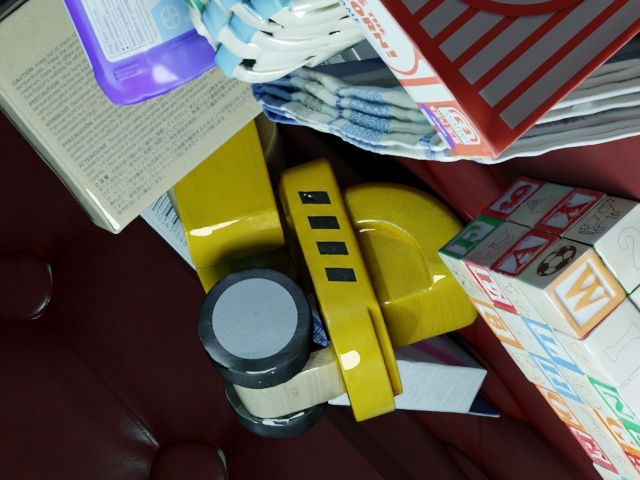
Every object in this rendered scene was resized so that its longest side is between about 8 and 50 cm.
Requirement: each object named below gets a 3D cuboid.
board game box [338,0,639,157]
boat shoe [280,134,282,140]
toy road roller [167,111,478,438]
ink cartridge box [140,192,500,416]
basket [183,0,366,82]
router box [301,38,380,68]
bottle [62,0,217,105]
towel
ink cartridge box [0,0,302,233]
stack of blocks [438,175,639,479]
[{"bbox_3d":[0.082,-0.146,0.641,0.147,0.193,0.045,50,170,-13],"label":"board game box"},{"bbox_3d":[-0.119,-0.136,1.739,0.091,0.114,0.302,39,166,20],"label":"boat shoe"},{"bbox_3d":[0.000,0.000,1.564,0.202,0.240,0.329,77,175,-66],"label":"toy road roller"},{"bbox_3d":[0.016,0.056,1.858,0.324,0.071,0.330,42,-162,31],"label":"ink cartridge box"},{"bbox_3d":[-0.023,-0.230,0.789,0.255,0.201,0.289,152,101,-79],"label":"basket"},{"bbox_3d":[-0.060,-0.250,1.161,0.309,0.081,0.243,54,169,-27],"label":"router box"},{"bbox_3d":[-0.161,-0.245,1.305,0.283,0.092,0.118,68,-152,-11],"label":"bottle"},{"bbox_3d":[0.099,-0.079,0.860,0.285,0.209,0.034,-157,58,-70],"label":"towel"},{"bbox_3d":[-0.143,-0.153,1.429,0.193,0.234,0.088,53,169,-16],"label":"ink cartridge box"},{"bbox_3d":[0.226,0.102,1.240,0.297,0.087,0.171,52,169,-19],"label":"stack of blocks"}]
